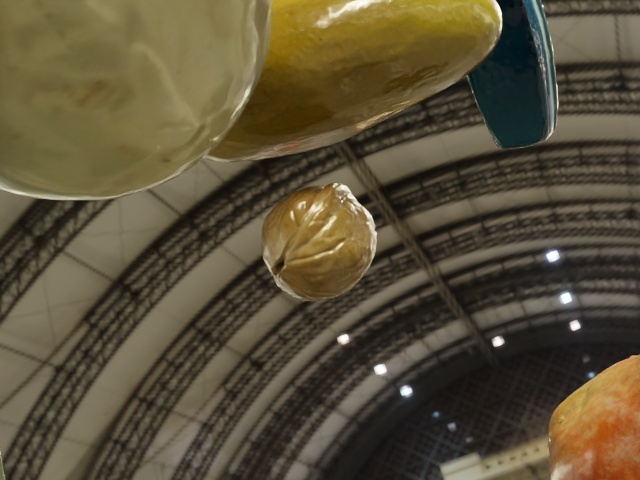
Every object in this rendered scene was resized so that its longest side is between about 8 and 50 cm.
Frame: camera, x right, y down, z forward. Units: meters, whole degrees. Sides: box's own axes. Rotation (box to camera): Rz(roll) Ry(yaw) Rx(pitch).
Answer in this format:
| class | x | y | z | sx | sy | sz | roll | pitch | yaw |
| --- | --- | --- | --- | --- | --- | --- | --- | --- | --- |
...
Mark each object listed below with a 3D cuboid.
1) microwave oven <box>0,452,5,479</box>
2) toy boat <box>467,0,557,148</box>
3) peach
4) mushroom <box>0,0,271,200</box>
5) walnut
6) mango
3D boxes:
| class | x | y | z | sx | sy | sz | roll | pitch | yaw |
| --- | --- | --- | --- | --- | --- | --- | --- | --- | --- |
| microwave oven | -0.384 | 0.250 | 0.701 | 0.218 | 0.354 | 0.286 | -3 | 8 | 35 |
| toy boat | 0.190 | -0.242 | 1.064 | 0.096 | 0.299 | 0.062 | -10 | 20 | 23 |
| peach | 0.341 | 0.208 | 1.021 | 0.233 | 0.232 | 0.232 | -15 | -25 | -7 |
| mushroom | -0.201 | -0.210 | 0.743 | 0.314 | 0.336 | 0.314 | -18 | -32 | -12 |
| walnut | 0.000 | 0.000 | 0.882 | 0.105 | 0.105 | 0.124 | -39 | 0 | 38 |
| mango | -0.002 | -0.163 | 0.904 | 0.332 | 0.142 | 0.195 | -17 | -1 | 19 |
